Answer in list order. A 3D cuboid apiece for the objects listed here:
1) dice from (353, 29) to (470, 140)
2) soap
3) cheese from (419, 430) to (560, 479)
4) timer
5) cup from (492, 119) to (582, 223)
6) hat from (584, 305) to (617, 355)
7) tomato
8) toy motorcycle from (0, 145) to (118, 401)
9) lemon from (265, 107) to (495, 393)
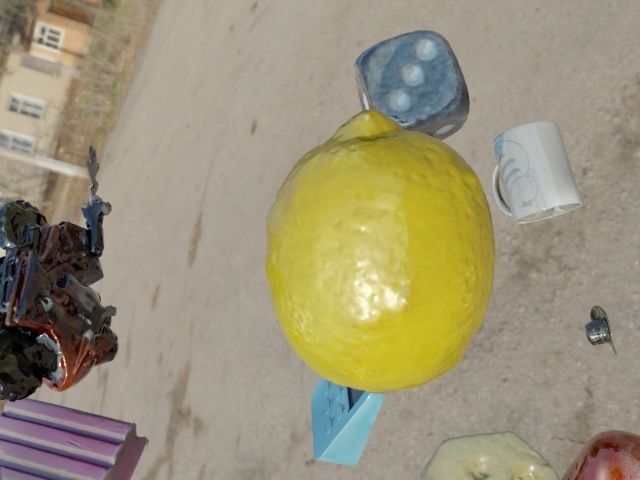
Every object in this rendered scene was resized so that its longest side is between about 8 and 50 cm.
[{"bbox_3d":[0.170,-0.277,1.342,0.181,0.183,0.182,69,-176,-81],"label":"dice"},{"bbox_3d":[-0.345,0.283,0.924,0.065,0.203,0.122,75,-151,-46],"label":"soap"},{"bbox_3d":[0.351,0.547,1.421,0.318,0.326,0.115,-47,-25,-27],"label":"cheese"},{"bbox_3d":[0.061,0.332,1.540,0.232,0.091,0.250,-94,22,-60],"label":"timer"},{"bbox_3d":[0.303,-0.093,1.043,0.136,0.099,0.133,-20,78,36],"label":"cup"},{"bbox_3d":[0.640,0.213,1.619,0.050,0.121,0.121,-22,41,6],"label":"hat"},{"bbox_3d":[0.418,0.345,0.952,0.151,0.187,0.187,-98,30,-63],"label":"tomato"},{"bbox_3d":[-0.359,0.041,0.968,0.134,0.207,0.401,-29,54,23],"label":"toy motorcycle"},{"bbox_3d":[0.059,0.014,0.697,0.233,0.233,0.288,-169,75,-67],"label":"lemon"}]
